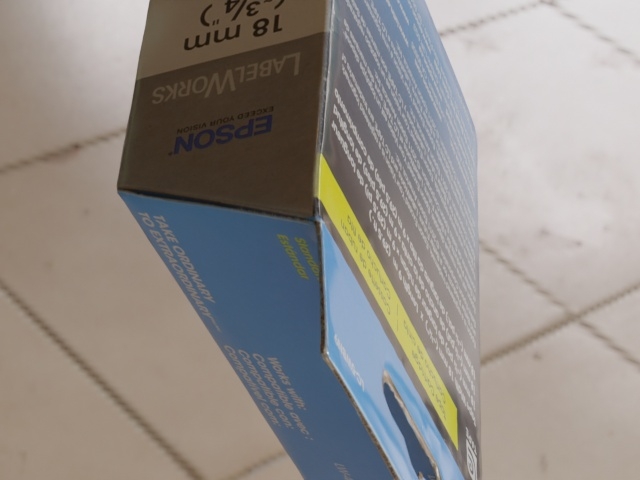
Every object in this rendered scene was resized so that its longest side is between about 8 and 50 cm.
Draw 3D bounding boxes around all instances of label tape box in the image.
[{"bbox_3d":[0.000,0.000,0.897,0.106,0.240,0.333,-12,46,17],"label":"label tape box"}]
